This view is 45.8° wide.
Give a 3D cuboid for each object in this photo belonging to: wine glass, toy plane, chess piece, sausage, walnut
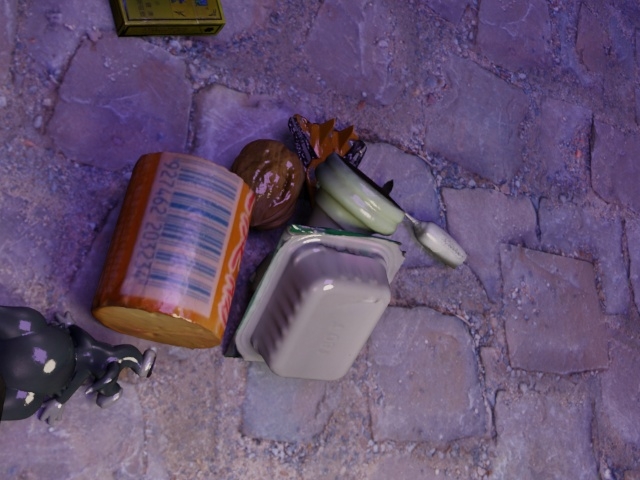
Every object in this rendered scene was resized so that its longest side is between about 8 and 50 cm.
[{"bbox_3d":[0.235,-0.028,1.724,0.262,0.074,0.074,40,60,-16],"label":"wine glass"},{"bbox_3d":[0.004,-0.097,1.592,0.204,0.103,0.316,14,79,-34],"label":"toy plane"},{"bbox_3d":[0.000,0.000,1.452,0.194,0.194,0.299,38,100,-16],"label":"chess piece"},{"bbox_3d":[-0.252,0.020,1.329,0.233,0.233,0.287,20,66,-24],"label":"sausage"},{"bbox_3d":[-0.109,-0.106,1.497,0.155,0.155,0.184,27,65,-21],"label":"walnut"}]

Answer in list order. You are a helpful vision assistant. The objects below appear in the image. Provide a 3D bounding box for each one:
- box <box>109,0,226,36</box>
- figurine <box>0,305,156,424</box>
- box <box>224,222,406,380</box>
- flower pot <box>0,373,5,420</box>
[{"bbox_3d":[-0.314,-0.490,1.538,0.220,0.064,0.141,-12,82,-30],"label":"box"},{"bbox_3d":[-0.413,0.216,1.236,0.265,0.140,0.193,11,88,-3],"label":"figurine"},{"bbox_3d":[0.005,0.140,1.390,0.264,0.336,0.106,10,32,-27],"label":"box"},{"bbox_3d":[-0.578,0.271,1.028,0.379,0.379,0.251,35,40,-17],"label":"flower pot"}]
